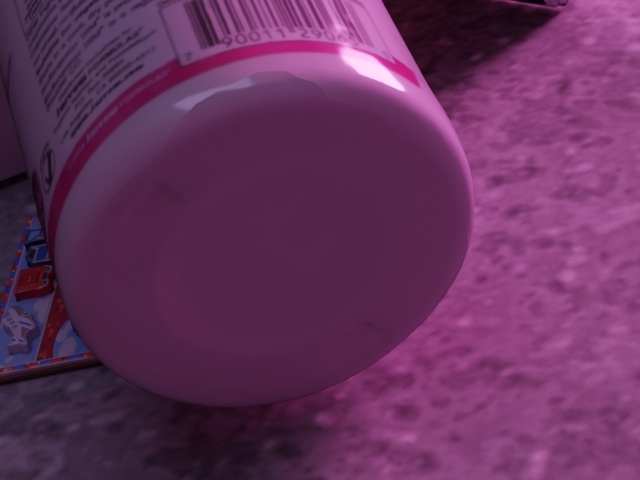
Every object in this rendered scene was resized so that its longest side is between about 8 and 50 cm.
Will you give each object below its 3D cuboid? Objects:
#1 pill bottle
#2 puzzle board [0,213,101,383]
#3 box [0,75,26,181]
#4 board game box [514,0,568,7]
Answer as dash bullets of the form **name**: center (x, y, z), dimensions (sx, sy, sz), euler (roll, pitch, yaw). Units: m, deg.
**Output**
- **pill bottle**: center (-0.053, -0.080, 0.818), dimensions (0.160, 0.160, 0.283), euler (-20, 43, -3)
- **puzzle board**: center (-0.098, 0.015, 0.887), dimensions (0.096, 0.011, 0.128), euler (-12, 33, 11)
- **box**: center (-0.225, -0.196, 1.079), dimensions (0.168, 0.215, 0.345), euler (-22, 33, -7)
- **board game box**: center (-0.018, -0.221, 0.945), dimensions (0.193, 0.305, 0.053), euler (16, 75, 42)
